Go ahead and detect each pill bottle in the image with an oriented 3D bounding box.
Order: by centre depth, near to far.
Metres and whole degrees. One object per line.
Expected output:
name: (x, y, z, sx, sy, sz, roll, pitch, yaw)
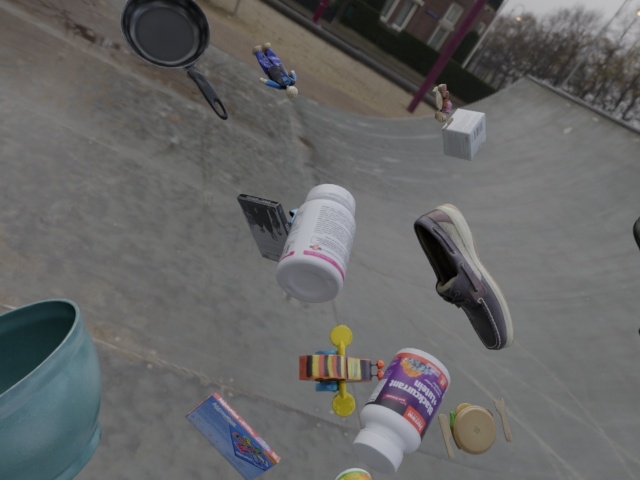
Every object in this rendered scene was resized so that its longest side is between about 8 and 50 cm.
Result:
pill bottle: (0.134, 0.286, 0.929, 0.108, 0.108, 0.193, 35, 54, 6)
pill bottle: (0.000, 0.000, 1.365, 0.160, 0.160, 0.283, 28, 47, -13)
pill bottle: (0.128, 0.872, 1.774, 0.136, 0.136, 0.245, 26, 16, -19)

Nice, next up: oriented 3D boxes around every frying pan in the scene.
frying pan: (-0.301, -0.442, 1.271, 0.326, 0.197, 0.053, 37, -19, -13)

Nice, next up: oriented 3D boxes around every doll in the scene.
doll: (-0.132, -0.497, 1.645, 0.129, 0.046, 0.189, -30, 81, -33)

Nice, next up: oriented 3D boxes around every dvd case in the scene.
dvd case: (-0.153, -0.027, 1.698, 0.179, 0.238, 0.029, 16, 48, 40)

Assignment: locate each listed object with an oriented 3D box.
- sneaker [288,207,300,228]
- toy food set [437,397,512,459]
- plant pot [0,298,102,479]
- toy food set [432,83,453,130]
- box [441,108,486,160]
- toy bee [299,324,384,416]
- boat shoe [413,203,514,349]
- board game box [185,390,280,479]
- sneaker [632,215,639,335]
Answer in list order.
sneaker: (-0.075, -0.038, 1.834, 0.073, 0.063, 0.162, 0, 53, -11)
toy food set: (0.404, 0.495, 1.459, 0.192, 0.038, 0.132, -9, 79, -13)
plant pot: (-0.435, 0.246, 0.777, 0.293, 0.293, 0.196, -94, 166, -65)
toy food set: (0.310, -0.346, 1.406, 0.019, 0.122, 0.078, 14, 49, 38)
box: (0.406, -0.299, 1.560, 0.087, 0.102, 0.101, 20, 57, 32)
toy bee: (0.065, 0.298, 1.316, 0.162, 0.195, 0.298, -8, 2, 16)
boat shoe: (0.254, 0.074, 1.009, 0.092, 0.103, 0.285, -21, 85, -21)
board game box: (-0.265, 0.593, 1.661, 0.281, 0.145, 0.027, 47, 27, -3)
sneaker: (0.450, 0.068, 0.714, 0.227, 0.130, 0.087, 48, 61, -7)
